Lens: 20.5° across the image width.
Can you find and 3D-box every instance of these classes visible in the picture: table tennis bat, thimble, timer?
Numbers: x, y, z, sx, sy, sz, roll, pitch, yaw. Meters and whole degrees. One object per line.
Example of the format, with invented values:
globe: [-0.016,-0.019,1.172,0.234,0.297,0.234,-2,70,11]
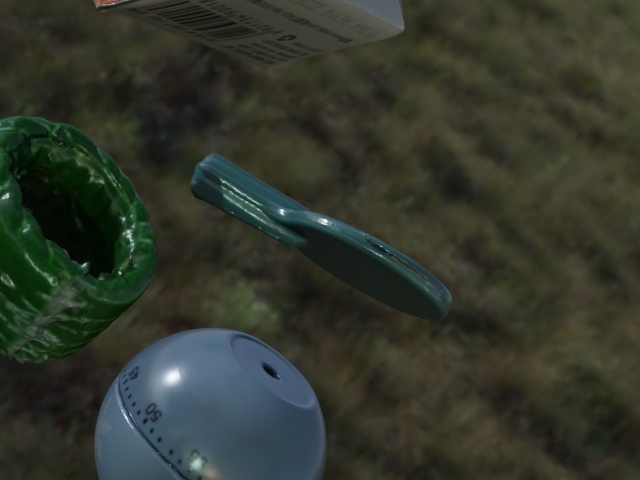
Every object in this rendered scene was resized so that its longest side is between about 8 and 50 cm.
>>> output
table tennis bat: [0.000,0.000,1.211,0.201,0.033,0.124,30,-12,6]
thimble: [-0.159,0.001,1.012,0.118,0.090,0.130,20,43,-37]
timer: [-0.087,0.182,1.219,0.175,0.255,0.175,14,23,-6]

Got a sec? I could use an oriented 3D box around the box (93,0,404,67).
box: [-0.040,-0.160,0.823,0.182,0.099,0.133,5,74,-67]
